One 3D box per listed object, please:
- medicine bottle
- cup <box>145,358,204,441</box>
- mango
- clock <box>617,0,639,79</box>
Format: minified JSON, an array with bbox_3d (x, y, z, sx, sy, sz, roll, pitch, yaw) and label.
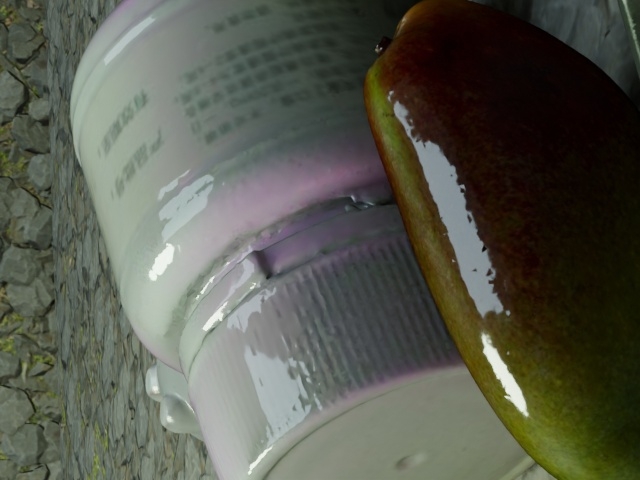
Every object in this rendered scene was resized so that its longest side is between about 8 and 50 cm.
[{"bbox_3d":[0.000,0.000,0.989,0.241,0.241,0.302,114,143,-49],"label":"medicine bottle"},{"bbox_3d":[-0.049,0.095,1.294,0.173,0.142,0.134,-168,81,-71],"label":"cup"},{"bbox_3d":[0.112,-0.004,0.823,0.268,0.133,0.111,67,153,13],"label":"mango"},{"bbox_3d":[0.134,-0.153,0.718,0.273,0.049,0.279,54,-157,-58],"label":"clock"}]
